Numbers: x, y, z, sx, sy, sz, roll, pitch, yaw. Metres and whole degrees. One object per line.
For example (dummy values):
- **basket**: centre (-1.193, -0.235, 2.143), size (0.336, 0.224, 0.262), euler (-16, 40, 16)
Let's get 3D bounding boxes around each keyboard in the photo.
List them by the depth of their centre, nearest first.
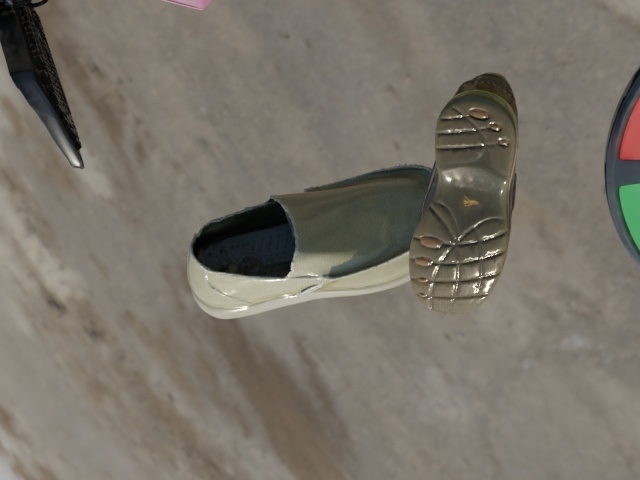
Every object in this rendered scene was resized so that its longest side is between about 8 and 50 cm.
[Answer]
- **keyboard**: centre (-0.168, -0.127, 0.823), size (0.100, 0.038, 0.192), euler (60, 180, -38)

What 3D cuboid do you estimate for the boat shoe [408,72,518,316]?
- **boat shoe**: centre (0.101, -0.029, 0.912), size (0.064, 0.060, 0.178), euler (15, 127, 12)

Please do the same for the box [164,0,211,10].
- **box**: centre (-0.119, -0.379, 1.285), size (0.213, 0.243, 0.117), euler (49, -163, 11)

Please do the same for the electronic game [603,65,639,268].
- **electronic game**: centre (0.297, -0.051, 0.882), size (0.229, 0.229, 0.048), euler (61, -167, -20)

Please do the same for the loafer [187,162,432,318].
- **loafer**: centre (0.000, 0.000, 1.234), size (0.092, 0.268, 0.102), euler (51, -159, -65)
